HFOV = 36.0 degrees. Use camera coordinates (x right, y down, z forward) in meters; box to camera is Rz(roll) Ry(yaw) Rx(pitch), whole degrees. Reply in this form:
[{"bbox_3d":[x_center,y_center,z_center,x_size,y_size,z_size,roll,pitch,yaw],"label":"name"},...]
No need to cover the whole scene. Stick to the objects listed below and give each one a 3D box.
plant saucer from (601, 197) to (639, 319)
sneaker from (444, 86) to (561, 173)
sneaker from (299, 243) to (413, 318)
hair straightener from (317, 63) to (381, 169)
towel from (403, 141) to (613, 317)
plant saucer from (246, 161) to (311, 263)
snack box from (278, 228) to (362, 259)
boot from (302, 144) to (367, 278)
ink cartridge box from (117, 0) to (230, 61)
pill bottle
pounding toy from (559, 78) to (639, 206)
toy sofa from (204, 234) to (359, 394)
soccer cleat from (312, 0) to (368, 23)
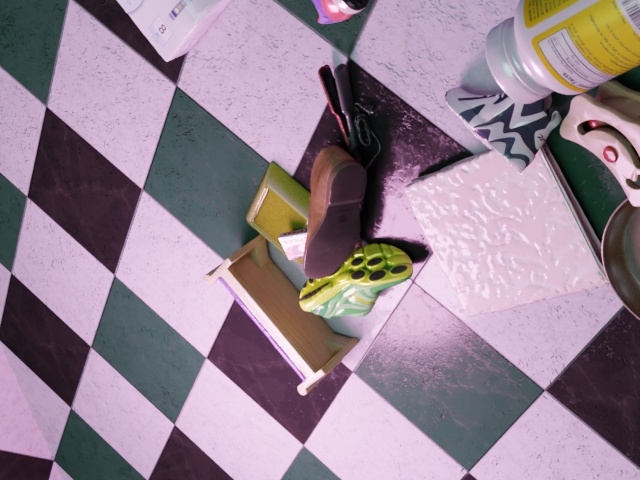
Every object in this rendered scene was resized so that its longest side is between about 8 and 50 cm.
[{"bbox_3d":[0.639,0.033,1.682,0.311,0.050,0.310,21,128,29],"label":"plant saucer"},{"bbox_3d":[0.333,-0.238,1.740,0.094,0.153,0.235,40,-171,-40],"label":"sneaker"},{"bbox_3d":[0.089,0.094,2.147,0.296,0.109,0.123,-23,136,37],"label":"sneaker"},{"bbox_3d":[0.066,-0.244,1.971,0.089,0.047,0.230,1,117,39],"label":"hair straightener"},{"bbox_3d":[0.351,-0.020,1.880,0.332,0.053,0.317,-19,102,44],"label":"towel"},{"bbox_3d":[-0.084,-0.051,2.218,0.188,0.045,0.188,40,135,12],"label":"plant saucer"},{"bbox_3d":[0.000,0.000,2.156,0.178,0.022,0.064,-10,122,24],"label":"snack box"},{"bbox_3d":[0.018,-0.058,2.070,0.115,0.112,0.305,55,139,45],"label":"boot"},{"bbox_3d":[-0.304,-0.599,2.018,0.308,0.091,0.385,52,137,0],"label":"ink cartridge box"},{"bbox_3d":[0.425,-0.341,1.519,0.334,0.188,0.188,-25,99,45],"label":"pill bottle"},{"bbox_3d":[0.539,-0.163,1.597,0.269,0.155,0.154,40,150,42],"label":"pounding toy"},{"bbox_3d":[-0.103,0.180,2.305,0.362,0.150,0.177,50,135,2],"label":"toy sofa"},{"bbox_3d":[-0.030,-0.550,1.820,0.116,0.109,0.318,-18,106,48],"label":"soccer cleat"}]
